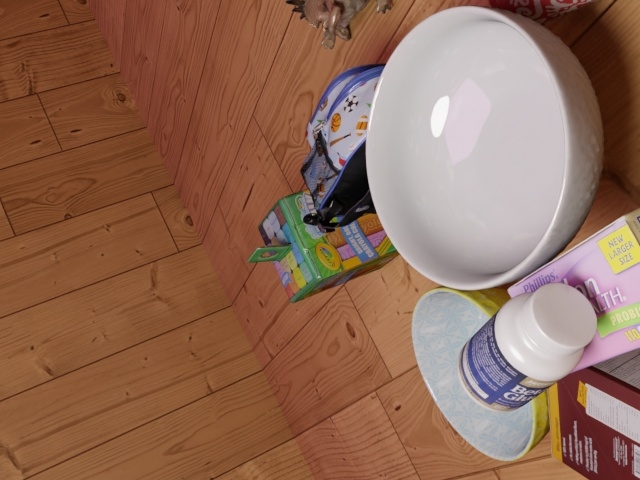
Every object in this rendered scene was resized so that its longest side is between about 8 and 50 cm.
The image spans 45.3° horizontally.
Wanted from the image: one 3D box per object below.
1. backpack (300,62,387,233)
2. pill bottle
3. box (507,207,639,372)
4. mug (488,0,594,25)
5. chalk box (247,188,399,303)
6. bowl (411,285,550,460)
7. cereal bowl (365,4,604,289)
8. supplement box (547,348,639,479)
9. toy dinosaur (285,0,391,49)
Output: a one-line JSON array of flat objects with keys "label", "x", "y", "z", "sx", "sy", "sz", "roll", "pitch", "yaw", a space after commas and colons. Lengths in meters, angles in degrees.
[{"label": "backpack", "x": 0.112, "y": -0.163, "z": 1.221, "sx": 0.263, "sy": 0.276, "sz": 0.213, "roll": -51, "pitch": 56, "yaw": 54}, {"label": "pill bottle", "x": 0.215, "y": 0.112, "z": 0.804, "sx": 0.094, "sy": 0.094, "sz": 0.169, "roll": 59, "pitch": 154, "yaw": 20}, {"label": "box", "x": 0.370, "y": 0.026, "z": 0.827, "sx": 0.117, "sy": 0.242, "sz": 0.213, "roll": 63, "pitch": 154, "yaw": 12}, {"label": "mug", "x": 0.282, "y": -0.335, "z": 0.882, "sx": 0.169, "sy": 0.113, "sz": 0.150, "roll": -3, "pitch": 109, "yaw": 61}, {"label": "chalk box", "x": 0.000, "y": 0.000, "z": 1.509, "sx": 0.179, "sy": 0.288, "sz": 0.180, "roll": 65, "pitch": 156, "yaw": 9}, {"label": "bowl", "x": 0.292, "y": 0.183, "z": 1.217, "sx": 0.289, "sy": 0.156, "sz": 0.290, "roll": 46, "pitch": 147, "yaw": 42}, {"label": "cereal bowl", "x": 0.211, "y": -0.112, "z": 0.955, "sx": 0.339, "sy": 0.141, "sz": 0.339, "roll": 8, "pitch": 100, "yaw": 54}, {"label": "supplement box", "x": 0.421, "y": 0.233, "z": 1.025, "sx": 0.194, "sy": 0.129, "sz": 0.191, "roll": 28, "pitch": 134, "yaw": 55}, {"label": "toy dinosaur", "x": 0.025, "y": -0.458, "z": 1.303, "sx": 0.200, "sy": 0.127, "sz": 0.296, "roll": 54, "pitch": 147, "yaw": 43}]
